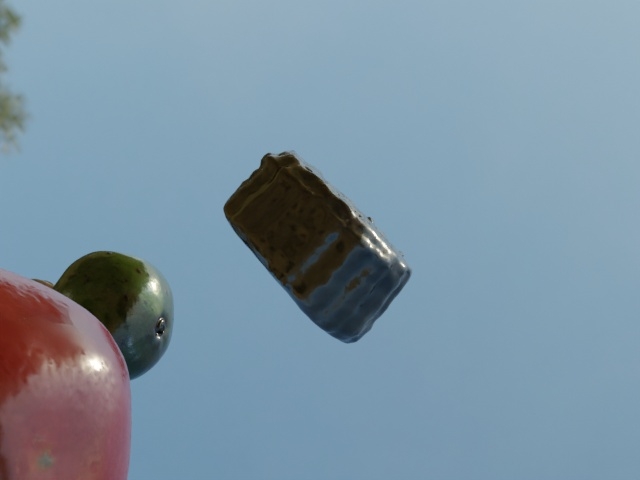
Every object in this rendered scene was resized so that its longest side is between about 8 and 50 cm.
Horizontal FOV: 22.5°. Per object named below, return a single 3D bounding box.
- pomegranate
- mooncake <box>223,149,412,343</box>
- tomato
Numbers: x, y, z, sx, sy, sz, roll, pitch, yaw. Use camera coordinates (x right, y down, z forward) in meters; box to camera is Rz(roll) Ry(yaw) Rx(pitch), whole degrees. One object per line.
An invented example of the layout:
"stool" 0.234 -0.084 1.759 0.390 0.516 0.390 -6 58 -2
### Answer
"pomegranate" -0.310 0.100 2.189 0.225 0.187 0.187 7 -135 29
"mooncake" 0.000 0.000 1.829 0.124 0.228 0.228 -44 -151 7
"tomato" -0.266 0.144 1.183 0.226 0.299 0.298 -2 -140 48
